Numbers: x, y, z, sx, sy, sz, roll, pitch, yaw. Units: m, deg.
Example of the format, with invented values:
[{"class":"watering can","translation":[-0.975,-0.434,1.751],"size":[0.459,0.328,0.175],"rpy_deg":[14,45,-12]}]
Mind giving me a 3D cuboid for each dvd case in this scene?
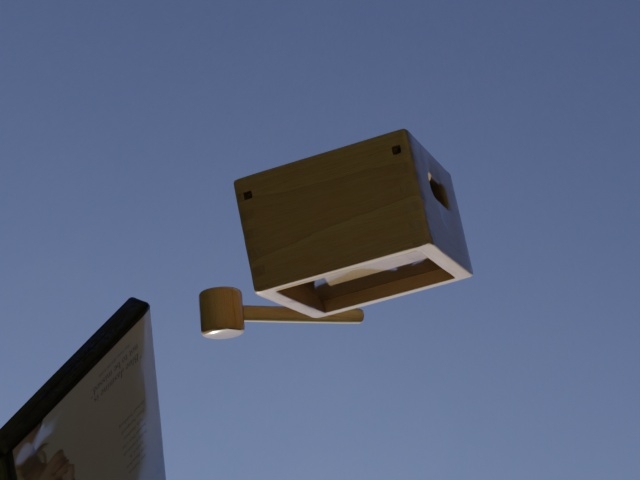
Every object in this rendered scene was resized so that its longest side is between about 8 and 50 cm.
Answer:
[{"class":"dvd case","translation":[-0.184,0.192,1.010],"size":[0.022,0.180,0.253],"rpy_deg":[19,-48,21]}]

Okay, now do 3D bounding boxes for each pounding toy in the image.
[{"class":"pounding toy","translation":[-0.002,0.003,0.931],"size":[0.206,0.181,0.094],"rpy_deg":[-16,-106,16]}]
